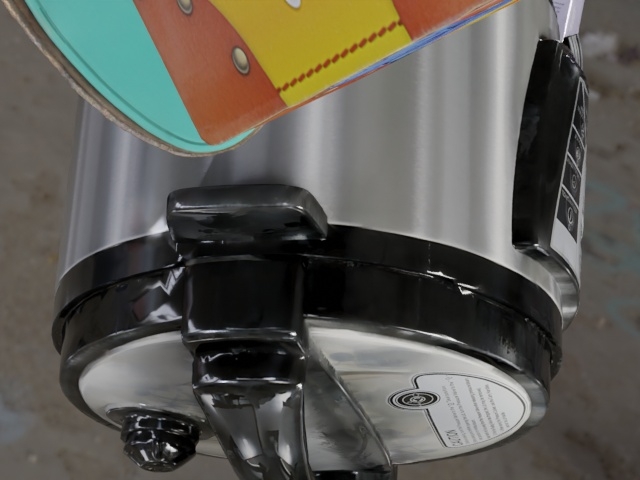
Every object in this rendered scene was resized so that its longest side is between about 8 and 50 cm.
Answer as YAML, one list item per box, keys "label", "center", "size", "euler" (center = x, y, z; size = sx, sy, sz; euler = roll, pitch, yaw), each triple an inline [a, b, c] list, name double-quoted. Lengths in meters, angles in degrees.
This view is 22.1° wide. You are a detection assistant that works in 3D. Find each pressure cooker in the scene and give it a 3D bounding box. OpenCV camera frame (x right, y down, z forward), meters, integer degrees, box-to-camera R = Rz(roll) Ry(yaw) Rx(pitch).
- label: "pressure cooker"
  center: [-0.006, 0.001, 1.186]
  size: [0.370, 0.375, 0.420]
  euler: [19, 62, -31]

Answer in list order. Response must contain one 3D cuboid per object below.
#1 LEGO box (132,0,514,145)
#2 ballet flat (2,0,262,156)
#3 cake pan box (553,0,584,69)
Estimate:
- label: "LEGO box"
  center: [0.039, -0.337, 0.481]
  size: [0.372, 0.193, 0.500]
  euler: [-28, 94, -30]
- label: "ballet flat"
  center: [-0.117, -0.171, 0.646]
  size: [0.316, 0.108, 0.106]
  euler: [56, -2, -29]
- label: "cake pan box"
  center: [0.148, -0.196, 1.781]
  size: [0.267, 0.245, 0.070]
  euler: [13, 17, 20]
